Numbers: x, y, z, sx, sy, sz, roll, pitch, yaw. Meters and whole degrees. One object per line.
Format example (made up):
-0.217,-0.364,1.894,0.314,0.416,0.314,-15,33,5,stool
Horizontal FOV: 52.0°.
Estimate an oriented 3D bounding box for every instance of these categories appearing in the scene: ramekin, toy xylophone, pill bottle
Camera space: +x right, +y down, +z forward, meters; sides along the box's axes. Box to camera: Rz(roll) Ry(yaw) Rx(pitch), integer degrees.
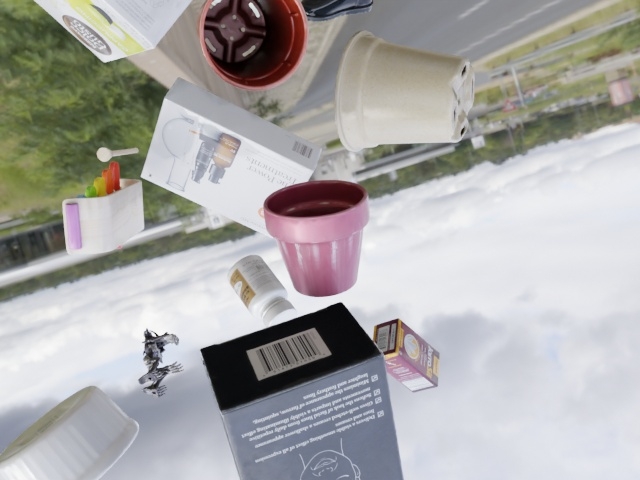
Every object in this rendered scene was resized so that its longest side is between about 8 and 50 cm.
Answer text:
-0.528,0.427,1.356,0.277,0.135,0.277,-34,-170,6,ramekin
-0.461,-0.089,1.442,0.081,0.236,0.323,1,-175,2,toy xylophone
-0.175,0.164,1.999,0.131,0.229,0.131,-29,148,-20,pill bottle

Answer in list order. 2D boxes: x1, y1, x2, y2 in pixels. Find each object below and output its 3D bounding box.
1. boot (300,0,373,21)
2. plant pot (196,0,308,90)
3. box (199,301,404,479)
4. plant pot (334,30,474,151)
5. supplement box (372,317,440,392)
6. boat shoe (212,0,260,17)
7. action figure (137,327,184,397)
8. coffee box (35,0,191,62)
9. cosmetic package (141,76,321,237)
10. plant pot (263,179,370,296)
0.055,-0.759,1.917,0.246,0.094,0.207,-13,148,-13,boot
-0.200,-0.545,1.704,0.272,0.272,0.265,-19,-154,-13,plant pot
-0.026,0.365,1.242,0.293,0.395,0.212,-17,-154,-13,box
0.244,-0.393,1.788,0.305,0.334,0.334,11,-163,25,plant pot
0.217,0.293,1.660,0.081,0.188,0.104,-23,-140,35,supplement box
-0.214,-0.753,2.087,0.114,0.302,0.091,-41,-152,47,boat shoe
-0.530,0.393,2.192,0.141,0.164,0.276,-10,-149,-2,action figure
-0.476,-0.659,1.504,0.334,0.337,0.338,11,-115,52,coffee box
-0.226,-0.191,1.616,0.284,0.377,0.097,-55,-167,49,cosmetic package
0.000,0.000,1.254,0.201,0.180,0.201,-6,-157,3,plant pot
